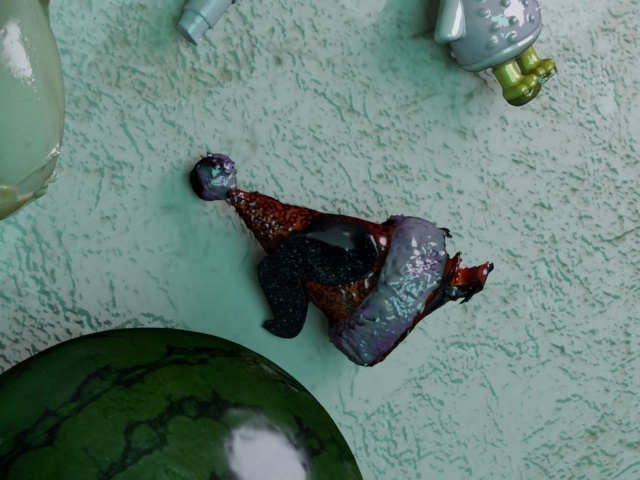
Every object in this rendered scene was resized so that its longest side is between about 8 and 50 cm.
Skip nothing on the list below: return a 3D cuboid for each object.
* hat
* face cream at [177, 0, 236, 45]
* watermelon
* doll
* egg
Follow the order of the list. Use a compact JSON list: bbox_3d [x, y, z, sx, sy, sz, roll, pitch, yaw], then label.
[{"bbox_3d":[0.000,0.001,1.268,0.227,0.140,0.129,33,68,-12],"label":"hat"},{"bbox_3d":[-0.067,-0.207,1.260,0.034,0.034,0.130,39,76,-23],"label":"face cream"},{"bbox_3d":[-0.132,0.231,1.098,0.363,0.363,0.363,-2,94,-26],"label":"watermelon"},{"bbox_3d":[0.123,-0.209,1.331,0.129,0.081,0.207,-44,110,-38],"label":"doll"},{"bbox_3d":[-0.282,-0.109,1.071,0.244,0.201,0.201,8,90,-14],"label":"egg"}]
